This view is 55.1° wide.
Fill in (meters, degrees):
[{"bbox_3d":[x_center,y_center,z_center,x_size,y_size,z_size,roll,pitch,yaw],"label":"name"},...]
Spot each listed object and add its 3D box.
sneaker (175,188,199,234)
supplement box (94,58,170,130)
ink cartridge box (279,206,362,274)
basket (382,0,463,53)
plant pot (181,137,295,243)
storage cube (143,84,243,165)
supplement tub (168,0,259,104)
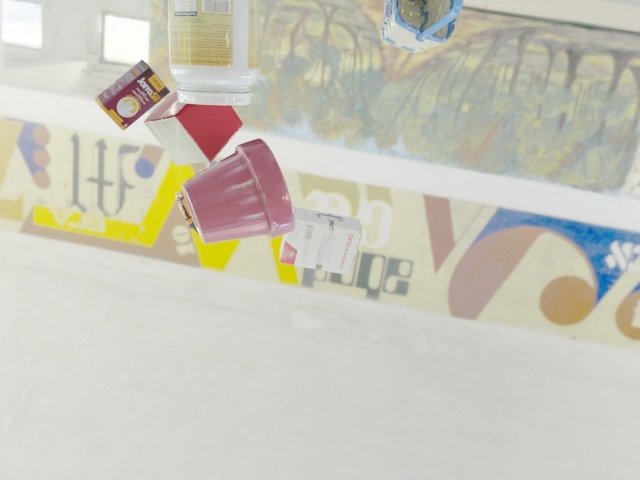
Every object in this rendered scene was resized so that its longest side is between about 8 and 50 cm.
[{"bbox_3d":[-0.297,-0.092,1.936,0.321,0.180,0.124,-17,173,-40],"label":"sneaker"},{"bbox_3d":[-0.558,-0.433,1.826,0.081,0.188,0.104,47,177,44],"label":"supplement box"},{"bbox_3d":[0.000,0.000,1.827,0.218,0.158,0.092,11,-154,-8],"label":"ink cartridge box"},{"bbox_3d":[0.291,-0.657,1.670,0.201,0.254,0.289,15,160,-26],"label":"basket"},{"bbox_3d":[-0.170,-0.083,1.226,0.180,0.201,0.201,-20,-153,-13],"label":"plant pot"},{"bbox_3d":[-0.401,-0.373,1.940,0.184,0.215,0.193,3,-130,42],"label":"storage cube"},{"bbox_3d":[-0.271,-0.511,1.567,0.228,0.316,0.228,3,-165,-1],"label":"supplement tub"}]
